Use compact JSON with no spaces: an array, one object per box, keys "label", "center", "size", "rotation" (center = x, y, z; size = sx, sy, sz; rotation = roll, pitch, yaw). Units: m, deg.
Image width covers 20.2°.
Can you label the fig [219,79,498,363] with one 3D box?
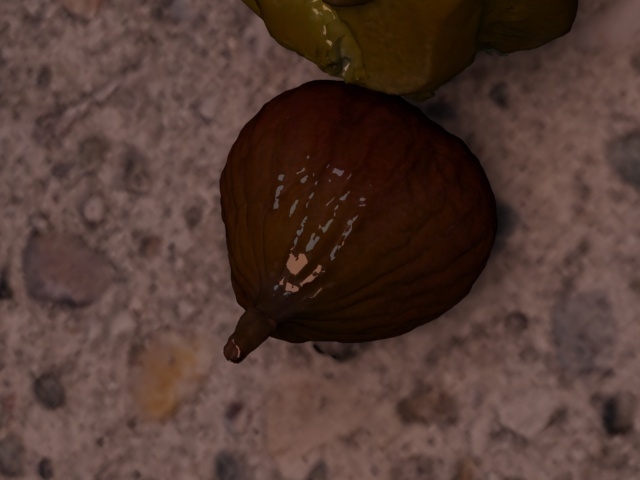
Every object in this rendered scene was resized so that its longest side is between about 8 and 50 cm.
[{"label":"fig","center":[0.000,-0.012,0.745],"size":[0.119,0.153,0.119],"rotation":[1,91,30]}]

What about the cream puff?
[{"label":"cream puff","center":[0.036,-0.166,0.707],"size":[0.195,0.195,0.221],"rotation":[4,93,19]}]
